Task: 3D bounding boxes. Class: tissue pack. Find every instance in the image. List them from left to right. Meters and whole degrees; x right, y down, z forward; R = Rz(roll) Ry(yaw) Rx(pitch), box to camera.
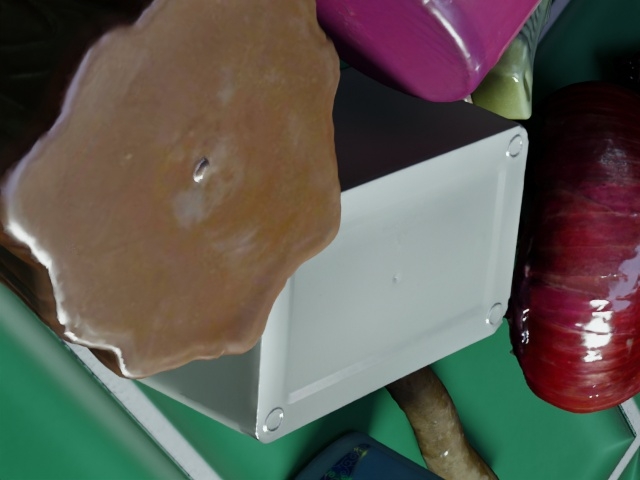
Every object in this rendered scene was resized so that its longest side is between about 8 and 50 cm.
[{"bbox_3d":[0.000,0.001,1.211,0.246,0.136,0.159,-20,124,-43],"label":"tissue pack"}]

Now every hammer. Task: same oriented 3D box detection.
[{"bbox_3d":[0.145,-0.190,1.302,0.159,0.041,0.226,63,40,-50],"label":"hammer"}]

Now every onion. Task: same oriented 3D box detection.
[{"bbox_3d":[0.210,0.005,1.418,0.248,0.161,0.248,-24,118,-58],"label":"onion"}]

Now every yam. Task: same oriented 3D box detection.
[{"bbox_3d":[0.081,0.133,1.462,0.045,0.045,0.327,-29,138,4],"label":"yam"}]

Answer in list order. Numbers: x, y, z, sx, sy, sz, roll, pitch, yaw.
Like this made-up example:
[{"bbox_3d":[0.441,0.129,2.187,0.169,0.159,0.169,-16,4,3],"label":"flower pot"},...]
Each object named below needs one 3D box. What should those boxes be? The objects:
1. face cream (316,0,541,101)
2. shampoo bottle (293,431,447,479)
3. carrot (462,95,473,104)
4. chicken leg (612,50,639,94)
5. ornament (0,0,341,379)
[{"bbox_3d":[0.072,-0.208,1.149,0.195,0.175,0.175,-55,142,-15],"label":"face cream"},{"bbox_3d":[0.093,0.221,1.343,0.104,0.258,0.061,-41,137,-30],"label":"shampoo bottle"},{"bbox_3d":[0.099,-0.081,1.346,0.066,0.066,0.314,-28,129,-39],"label":"carrot"},{"bbox_3d":[0.292,-0.099,1.572,0.234,0.063,0.105,15,103,-54],"label":"chicken leg"},{"bbox_3d":[-0.130,-0.072,0.941,0.235,0.218,0.221,0,110,-50],"label":"ornament"}]
